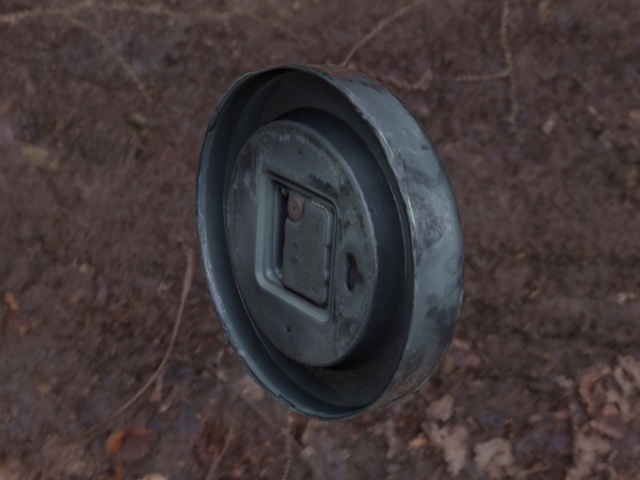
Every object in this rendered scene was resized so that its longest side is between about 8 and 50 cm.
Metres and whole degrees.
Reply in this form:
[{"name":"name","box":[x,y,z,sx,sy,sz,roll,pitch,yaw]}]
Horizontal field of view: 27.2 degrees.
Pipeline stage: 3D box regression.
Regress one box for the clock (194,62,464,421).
[{"name":"clock","box":[0.000,0.000,0.826,0.049,0.226,0.226,-12,69,-38]}]
